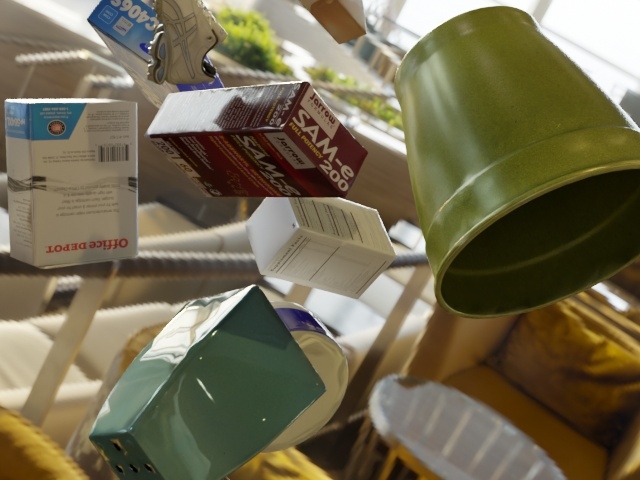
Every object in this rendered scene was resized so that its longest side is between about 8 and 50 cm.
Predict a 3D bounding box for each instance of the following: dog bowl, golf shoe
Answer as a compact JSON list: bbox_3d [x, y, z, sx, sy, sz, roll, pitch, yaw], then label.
[{"bbox_3d":[-0.086,0.247,1.858,0.264,0.265,0.104,17,16,-34],"label":"dog bowl"},{"bbox_3d":[-0.143,-0.250,1.132,0.086,0.176,0.069,8,43,-3],"label":"golf shoe"}]

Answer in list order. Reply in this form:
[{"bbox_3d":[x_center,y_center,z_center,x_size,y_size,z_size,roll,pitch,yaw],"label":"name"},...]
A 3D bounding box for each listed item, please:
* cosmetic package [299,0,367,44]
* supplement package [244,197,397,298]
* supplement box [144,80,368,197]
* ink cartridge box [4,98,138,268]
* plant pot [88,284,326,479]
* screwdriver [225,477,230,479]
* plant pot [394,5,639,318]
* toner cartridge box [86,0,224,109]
[{"bbox_3d":[0.012,-0.289,1.228,0.115,0.041,0.060,31,47,-59],"label":"cosmetic package"},{"bbox_3d":[0.000,0.000,1.982,0.244,0.139,0.134,17,37,-37],"label":"supplement package"},{"bbox_3d":[-0.079,-0.113,1.208,0.239,0.073,0.130,2,-33,43],"label":"supplement box"},{"bbox_3d":[-0.314,-0.076,1.308,0.148,0.203,0.086,-6,12,-40],"label":"ink cartridge box"},{"bbox_3d":[-0.148,0.198,1.249,0.234,0.165,0.165,-45,109,-39],"label":"plant pot"},{"bbox_3d":[-0.191,0.360,1.731,0.170,0.024,0.025,52,33,-36],"label":"screwdriver"},{"bbox_3d":[0.273,-0.133,1.475,0.366,0.366,0.353,12,48,-45],"label":"plant pot"},{"bbox_3d":[-0.240,-0.267,1.653,0.165,0.075,0.348,35,-7,13],"label":"toner cartridge box"}]
